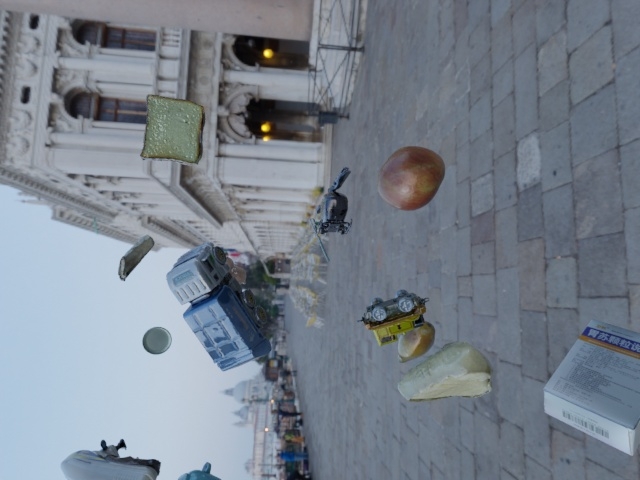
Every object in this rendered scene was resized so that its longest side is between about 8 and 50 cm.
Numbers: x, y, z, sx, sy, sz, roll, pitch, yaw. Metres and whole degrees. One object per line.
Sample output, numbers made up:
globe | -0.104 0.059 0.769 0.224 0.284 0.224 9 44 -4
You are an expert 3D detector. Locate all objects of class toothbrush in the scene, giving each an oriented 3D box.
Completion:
toothbrush | 0.000 0.000 1.288 0.011 0.014 0.167 -88 -22 -57

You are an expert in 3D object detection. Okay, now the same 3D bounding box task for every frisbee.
frisbee | -0.639 0.391 1.622 0.014 0.110 0.110 -174 87 -75

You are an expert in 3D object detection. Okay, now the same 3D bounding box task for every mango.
mango | 0.454 0.499 2.006 0.146 0.192 0.316 45 146 28

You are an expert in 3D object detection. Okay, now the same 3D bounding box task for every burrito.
burrito | -0.518 0.043 1.159 0.055 0.041 0.149 64 -143 -34

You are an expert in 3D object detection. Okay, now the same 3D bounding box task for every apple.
apple | 0.395 -0.287 1.889 0.301 0.301 0.302 -177 90 -85

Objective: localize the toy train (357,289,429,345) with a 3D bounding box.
toy train | 0.217 0.224 1.206 0.089 0.219 0.127 -80 -30 -76

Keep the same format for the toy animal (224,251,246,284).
toy animal | -0.309 0.105 1.412 0.150 0.083 0.089 53 -170 -34

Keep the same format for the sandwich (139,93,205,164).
sandwich | -0.678 -0.507 1.924 0.099 0.271 0.301 -179 94 -67

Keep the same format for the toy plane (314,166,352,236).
toy plane | 0.035 -0.087 1.343 0.382 0.106 0.155 103 165 -71

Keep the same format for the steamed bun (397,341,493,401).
steamed bun | 0.327 0.310 1.006 0.212 0.231 0.111 114 153 -49

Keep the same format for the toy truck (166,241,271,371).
toy truck | -0.279 0.194 1.171 0.367 0.146 0.175 59 -166 -13

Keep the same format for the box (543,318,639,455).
box | 0.741 0.358 1.062 0.200 0.299 0.106 18 135 50

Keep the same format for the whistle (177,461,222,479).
whistle | -0.238 0.523 0.713 0.186 0.093 0.274 -40 23 33

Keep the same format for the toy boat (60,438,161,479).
toy boat | -0.487 0.554 0.990 0.140 0.269 0.141 -29 -56 -58
